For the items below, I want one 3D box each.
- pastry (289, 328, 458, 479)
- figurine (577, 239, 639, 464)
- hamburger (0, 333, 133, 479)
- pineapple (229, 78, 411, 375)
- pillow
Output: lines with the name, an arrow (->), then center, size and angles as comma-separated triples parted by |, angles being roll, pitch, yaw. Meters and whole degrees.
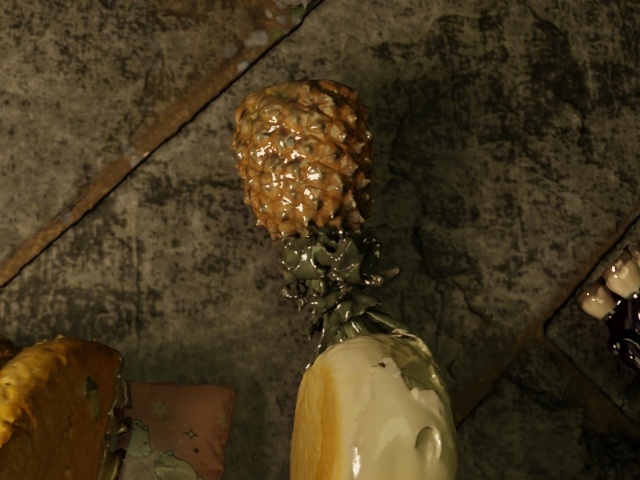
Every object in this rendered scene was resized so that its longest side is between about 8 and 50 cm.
pastry -> 0.051, 0.214, 1.416 | 0.133, 0.265, 0.265 | 1, 71, -14
figurine -> 0.478, 0.153, 1.588 | 0.306, 0.241, 0.412 | 6, 50, -37
hamburger -> -0.365, 0.256, 1.261 | 0.268, 0.287, 0.445 | 7, 68, 18
pineapple -> 0.000, 0.000, 1.544 | 0.169, 0.169, 0.340 | -6, 80, -16
pillow -> -0.204, 0.247, 1.437 | 0.223, 0.084, 0.236 | 8, 65, -7
